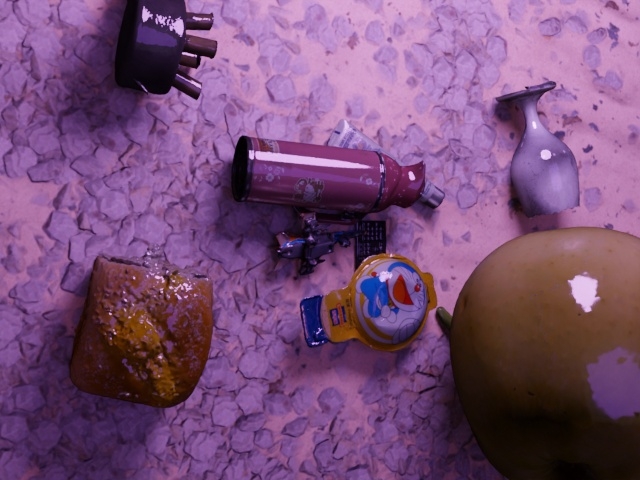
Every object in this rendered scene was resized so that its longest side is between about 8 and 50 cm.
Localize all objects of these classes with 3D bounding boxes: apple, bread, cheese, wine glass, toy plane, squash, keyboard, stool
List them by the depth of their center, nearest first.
[{"bbox_3d":[-0.267,0.126,1.360,0.196,0.176,0.246,13,85,-24],"label":"bread"},{"bbox_3d":[-0.239,-0.327,1.383,0.139,0.153,0.228,10,86,-22],"label":"stool"},{"bbox_3d":[0.438,0.210,1.490,0.474,0.473,0.473,0,90,-22],"label":"apple"},{"bbox_3d":[0.005,0.006,1.528,0.188,0.062,0.135,-5,123,-21],"label":"toy plane"},{"bbox_3d":[0.088,0.116,1.549,0.270,0.069,0.177,-12,95,-25],"label":"cheese"},{"bbox_3d":[0.090,0.063,1.595,0.064,0.010,0.198,0,90,-24],"label":"keyboard"},{"bbox_3d":[0.245,0.156,1.651,0.089,0.027,0.027,43,75,-15],"label":"squash"},{"bbox_3d":[0.409,-0.168,1.666,0.126,0.126,0.241,-13,93,-22],"label":"wine glass"}]

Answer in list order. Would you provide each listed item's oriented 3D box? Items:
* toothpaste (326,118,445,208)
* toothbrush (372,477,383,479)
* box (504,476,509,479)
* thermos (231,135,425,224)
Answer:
[{"bbox_3d":[0.120,-0.131,1.593,0.239,0.039,0.062,31,82,-17],"label":"toothpaste"},{"bbox_3d":[-0.007,0.459,1.545,0.263,0.026,0.022,-13,89,-22],"label":"toothbrush"},{"bbox_3d":[0.462,0.473,1.608,0.135,0.269,0.079,-14,96,-23],"label":"box"},{"bbox_3d":[0.021,-0.091,1.505,0.330,0.109,0.136,5,97,-19],"label":"thermos"}]
